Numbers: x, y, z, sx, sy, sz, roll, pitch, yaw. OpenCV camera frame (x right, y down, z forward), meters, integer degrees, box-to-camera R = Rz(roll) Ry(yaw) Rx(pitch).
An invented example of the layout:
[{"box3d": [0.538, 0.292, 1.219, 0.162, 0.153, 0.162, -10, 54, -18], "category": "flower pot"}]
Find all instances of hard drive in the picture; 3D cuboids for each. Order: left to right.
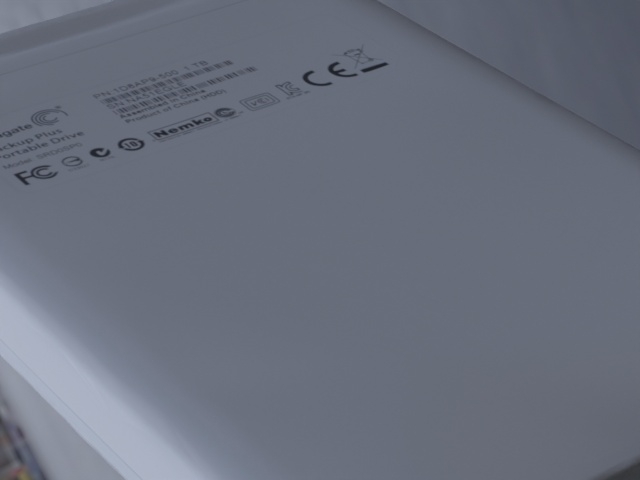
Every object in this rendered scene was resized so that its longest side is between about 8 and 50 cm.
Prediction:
[{"box3d": [0.000, 0.000, 0.687, 0.353, 0.233, 0.047, 36, 137, 44], "category": "hard drive"}]
